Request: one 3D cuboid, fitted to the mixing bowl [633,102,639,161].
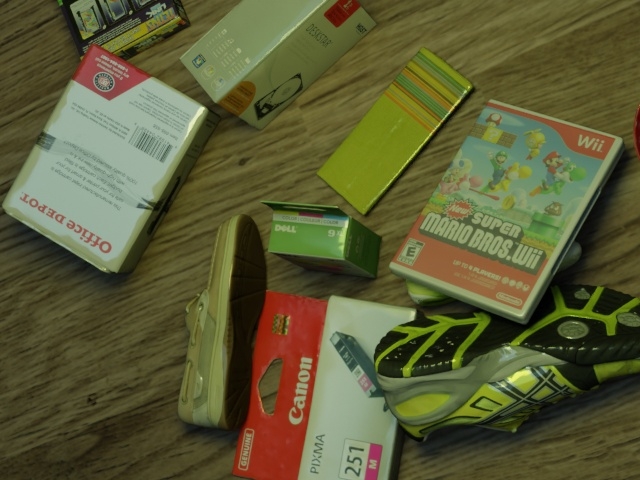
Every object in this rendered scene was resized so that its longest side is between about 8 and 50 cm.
[{"bbox_3d":[0.501,-0.139,1.765,0.181,0.098,0.181,-12,70,37],"label":"mixing bowl"}]

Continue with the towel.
[{"bbox_3d":[0.105,-0.153,1.952,0.102,0.021,0.237,43,97,24],"label":"towel"}]

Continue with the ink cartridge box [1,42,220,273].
[{"bbox_3d":[-0.300,-0.113,2.006,0.197,0.114,0.272,30,92,6],"label":"ink cartridge box"}]

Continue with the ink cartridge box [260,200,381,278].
[{"bbox_3d":[0.000,0.000,1.860,0.109,0.209,0.062,6,82,19],"label":"ink cartridge box"}]

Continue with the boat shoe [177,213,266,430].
[{"bbox_3d":[-0.146,0.111,1.948,0.098,0.109,0.302,4,87,25],"label":"boat shoe"}]

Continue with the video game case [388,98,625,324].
[{"bbox_3d":[0.243,-0.044,1.819,0.204,0.025,0.285,21,69,31],"label":"video game case"}]

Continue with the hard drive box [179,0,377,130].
[{"bbox_3d":[-0.055,-0.277,1.936,0.232,0.181,0.089,-42,72,9],"label":"hard drive box"}]

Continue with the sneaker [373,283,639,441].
[{"bbox_3d":[0.267,0.162,1.808,0.385,0.145,0.147,-8,121,6],"label":"sneaker"}]

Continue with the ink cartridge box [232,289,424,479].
[{"bbox_3d":[0.002,0.211,1.910,0.239,0.060,0.275,8,85,18],"label":"ink cartridge box"}]

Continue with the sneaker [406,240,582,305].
[{"bbox_3d":[0.220,0.003,1.852,0.240,0.091,0.126,-15,77,16],"label":"sneaker"}]

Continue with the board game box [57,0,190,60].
[{"bbox_3d":[-0.298,-0.350,2.095,0.170,0.048,0.141,-25,77,13],"label":"board game box"}]
